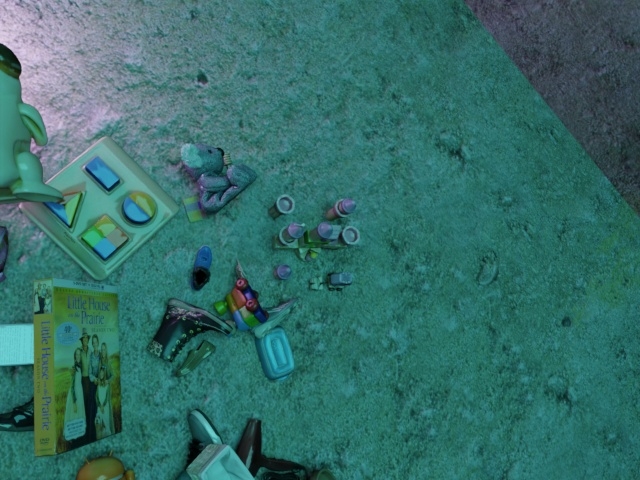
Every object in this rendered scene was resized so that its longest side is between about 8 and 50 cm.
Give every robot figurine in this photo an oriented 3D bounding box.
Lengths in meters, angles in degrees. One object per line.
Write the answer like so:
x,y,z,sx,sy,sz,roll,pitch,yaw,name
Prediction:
-0.584,0.682,1.476,0.158,0.128,0.219,-8,83,-11,robot figurine

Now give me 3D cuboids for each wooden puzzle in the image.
-0.647,-0.105,1.642,0.322,0.080,0.348,46,65,-9,wooden puzzle

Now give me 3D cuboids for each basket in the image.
-0.274,0.655,1.513,0.113,0.103,0.167,-42,111,-38,basket

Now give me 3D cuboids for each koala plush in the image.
-0.351,-0.217,1.745,0.203,0.196,0.221,-40,98,6,koala plush

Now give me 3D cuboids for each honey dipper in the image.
-0.301,-0.215,1.854,0.030,0.030,0.160,-15,89,-26,honey dipper

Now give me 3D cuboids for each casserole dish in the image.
-0.144,0.366,1.794,0.114,0.037,0.188,-15,84,-27,casserole dish

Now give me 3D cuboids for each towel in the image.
-0.410,-0.100,1.788,0.060,0.009,0.083,-18,86,-26,towel

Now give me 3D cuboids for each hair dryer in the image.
-0.174,0.693,1.705,0.224,0.080,0.293,-23,94,-43,hair dryer

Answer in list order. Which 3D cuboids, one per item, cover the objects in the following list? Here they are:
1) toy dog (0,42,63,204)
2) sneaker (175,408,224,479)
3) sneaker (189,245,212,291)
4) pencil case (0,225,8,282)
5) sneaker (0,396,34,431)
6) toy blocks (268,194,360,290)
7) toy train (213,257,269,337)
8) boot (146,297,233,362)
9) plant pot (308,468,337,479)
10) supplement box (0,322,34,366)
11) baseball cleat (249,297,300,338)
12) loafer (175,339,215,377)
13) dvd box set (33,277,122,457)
-0.887,-0.307,1.411,0.285,0.395,0.407,-8,84,7,toy dog
-0.366,0.658,1.587,0.178,0.124,0.295,-23,90,-36,sneaker
-0.369,0.083,1.725,0.058,0.084,0.152,21,71,-19,sneaker
-1.016,0.013,1.408,0.386,0.160,0.167,9,104,-23,pencil case
-0.772,0.443,1.467,0.228,0.087,0.130,2,76,-27,sneaker
0.000,0.000,1.813,0.289,0.260,0.308,2,78,-25,toy blocks
-0.278,0.183,1.746,0.143,0.105,0.248,-32,53,-2,toy train
-0.390,0.286,1.626,0.236,0.085,0.178,18,70,24,boot
-0.006,0.837,1.684,0.110,0.237,0.237,-22,88,13,plant pot
-0.788,0.281,1.478,0.220,0.111,0.113,1,78,-25,supplement box
-0.159,0.231,1.796,0.109,0.072,0.206,38,46,15,baseball cleat
-0.389,0.360,1.676,0.148,0.056,0.050,-40,96,-36,loafer
-0.631,0.319,1.447,0.062,0.307,0.420,-7,79,8,dvd box set
